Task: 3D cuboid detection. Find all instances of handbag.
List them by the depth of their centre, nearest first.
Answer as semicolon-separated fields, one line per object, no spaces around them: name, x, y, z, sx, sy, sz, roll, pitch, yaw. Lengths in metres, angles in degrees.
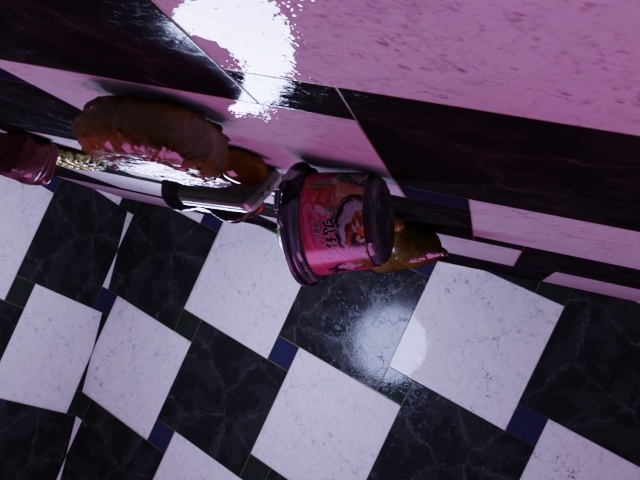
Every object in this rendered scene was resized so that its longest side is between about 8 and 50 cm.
handbag;-0.911;-0.252;2.166;0.225;0.146;0.135;7;170;44

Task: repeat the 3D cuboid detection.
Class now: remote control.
remote control;-0.234;-0.136;1.725;0.335;0.128;0.065;9;143;50

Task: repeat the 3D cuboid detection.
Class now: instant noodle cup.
instant noodle cup;0.047;-0.038;1.422;0.182;0.258;0.302;-4;172;19

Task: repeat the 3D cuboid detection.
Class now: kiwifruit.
kiwifruit;-0.165;-0.155;1.501;0.075;0.075;0.124;11;172;37

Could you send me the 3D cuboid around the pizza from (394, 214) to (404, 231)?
pizza;0.113;-0.066;2.044;0.271;0.056;0.134;13;169;11

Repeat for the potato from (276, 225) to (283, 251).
potato;-0.002;0.002;2.405;0.305;0.215;0.216;19;174;-36

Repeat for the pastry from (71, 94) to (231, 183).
pastry;-0.283;-0.178;1.201;0.236;0.120;0.257;5;170;42

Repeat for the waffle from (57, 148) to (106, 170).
waffle;-0.809;-0.265;2.322;0.208;0.054;0.214;11;176;-31

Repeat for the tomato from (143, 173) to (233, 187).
tomato;-0.295;-0.176;1.551;0.225;0.084;0.225;11;174;1

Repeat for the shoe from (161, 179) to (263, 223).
shoe;-0.299;-0.137;2.036;0.337;0.132;0.171;16;-168;30

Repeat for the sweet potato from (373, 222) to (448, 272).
sweet potato;0.255;0.016;2.148;0.158;0.157;0.370;15;166;-28

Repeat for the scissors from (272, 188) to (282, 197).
scissors;-0.052;-0.126;1.930;0.318;0.024;0.160;10;175;44
